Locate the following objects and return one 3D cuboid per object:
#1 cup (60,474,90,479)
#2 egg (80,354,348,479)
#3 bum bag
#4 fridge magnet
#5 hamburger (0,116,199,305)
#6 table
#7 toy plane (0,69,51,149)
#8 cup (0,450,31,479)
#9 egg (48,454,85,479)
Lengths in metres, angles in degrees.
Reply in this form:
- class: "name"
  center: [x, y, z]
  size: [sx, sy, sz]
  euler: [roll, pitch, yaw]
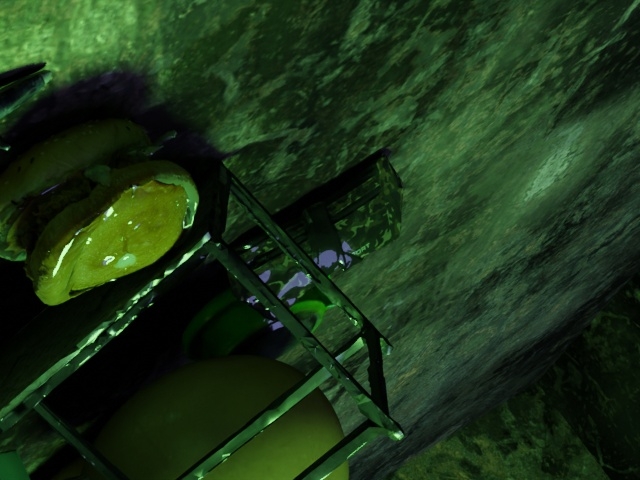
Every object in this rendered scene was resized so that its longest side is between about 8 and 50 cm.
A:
- class: "cup"
  center: [-0.270, 0.333, 1.589]
  size: [0.199, 0.150, 0.199]
  euler: [-15, 177, -1]
- class: "egg"
  center: [-0.128, 0.297, 1.777]
  size: [0.374, 0.301, 0.301]
  euler: [-51, 159, 22]
- class: "bum bag"
  center: [0.001, 0.001, 1.757]
  size: [0.248, 0.102, 0.069]
  euler: [-32, -173, -10]
- class: "fridge magnet"
  center: [-0.076, 0.096, 1.865]
  size: [0.208, 0.088, 0.208]
  euler: [-27, 159, -11]
- class: "hamburger"
  center: [-0.193, -0.035, 1.263]
  size: [0.185, 0.113, 0.177]
  euler: [-47, 156, 10]
- class: "table"
  center: [-0.136, 0.154, 1.461]
  size: [0.335, 0.272, 0.222]
  euler: [-40, -164, 12]
- class: "toy plane"
  center: [-0.286, -0.051, 1.058]
  size: [0.262, 0.088, 0.192]
  euler: [-33, 136, -24]
- class: "cup"
  center: [-0.375, 0.391, 1.831]
  size: [0.148, 0.236, 0.134]
  euler: [-36, 165, -9]
- class: "egg"
  center: [-0.281, 0.410, 2.043]
  size: [0.322, 0.250, 0.250]
  euler: [-30, 165, 14]
